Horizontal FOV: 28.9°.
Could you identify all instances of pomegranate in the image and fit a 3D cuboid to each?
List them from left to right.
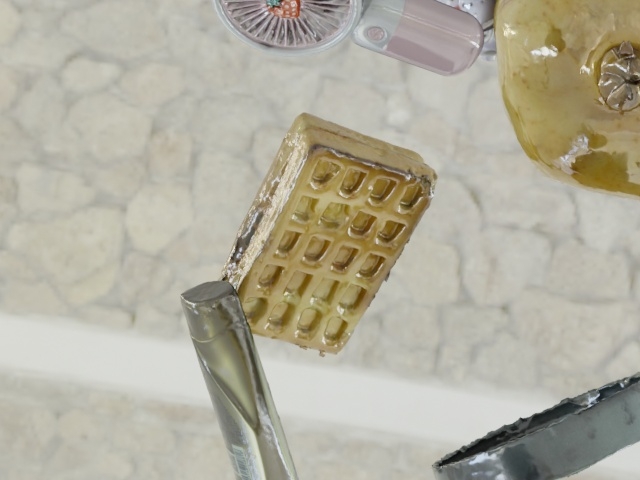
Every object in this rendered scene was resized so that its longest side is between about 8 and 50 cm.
[{"bbox_3d":[0.326,-0.186,1.251,0.342,0.343,0.342,9,-174,-1],"label":"pomegranate"}]

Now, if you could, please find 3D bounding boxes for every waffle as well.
[{"bbox_3d":[0.000,0.000,1.749,0.224,0.328,0.098,17,-152,-23],"label":"waffle"}]

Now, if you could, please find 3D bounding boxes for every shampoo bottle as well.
[{"bbox_3d":[-0.110,0.224,1.740,0.084,0.350,0.125,-24,-159,-21],"label":"shampoo bottle"}]

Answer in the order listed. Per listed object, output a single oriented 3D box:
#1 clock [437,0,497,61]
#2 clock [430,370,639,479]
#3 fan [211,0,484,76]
[{"bbox_3d":[0.206,-0.322,1.405,0.188,0.254,0.189,10,-153,-5],"label":"clock"},{"bbox_3d":[0.280,0.242,1.501,0.312,0.061,0.312,-24,173,-3],"label":"clock"},{"bbox_3d":[0.026,-0.202,1.068,0.244,0.074,0.130,17,142,-13],"label":"fan"}]
